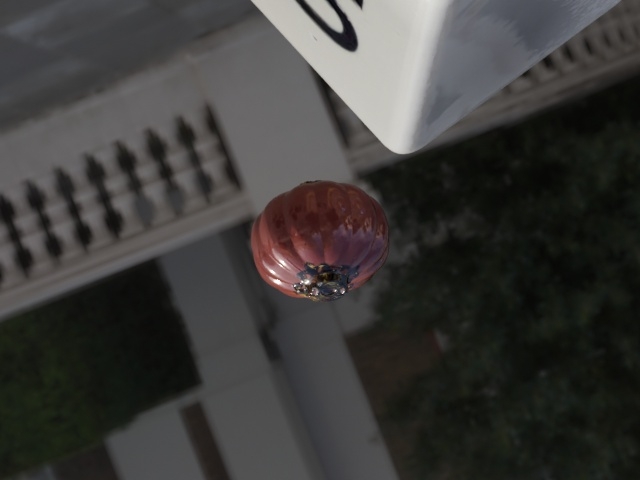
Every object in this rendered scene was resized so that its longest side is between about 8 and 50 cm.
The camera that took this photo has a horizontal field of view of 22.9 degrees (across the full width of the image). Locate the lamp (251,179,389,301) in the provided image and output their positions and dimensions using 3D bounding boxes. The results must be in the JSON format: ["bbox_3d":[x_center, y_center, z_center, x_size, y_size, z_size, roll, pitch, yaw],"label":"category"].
[{"bbox_3d":[0.000,0.000,1.207,0.107,0.092,0.107,-7,150,-4],"label":"lamp"}]

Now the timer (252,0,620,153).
[{"bbox_3d":[0.060,-0.198,0.847,0.194,0.195,0.192,-36,164,-17],"label":"timer"}]
